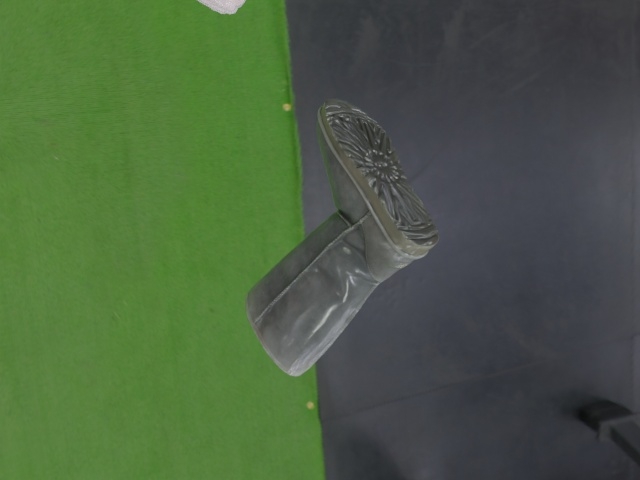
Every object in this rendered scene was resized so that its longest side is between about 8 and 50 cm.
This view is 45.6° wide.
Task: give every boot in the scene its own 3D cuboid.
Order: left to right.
[{"bbox_3d":[-0.002,-0.001,0.715,0.076,0.208,0.189,1,56,-38],"label":"boot"}]

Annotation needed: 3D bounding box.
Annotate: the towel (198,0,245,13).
[{"bbox_3d":[-0.125,-0.399,0.633,0.317,0.053,0.332,29,128,-20],"label":"towel"}]
